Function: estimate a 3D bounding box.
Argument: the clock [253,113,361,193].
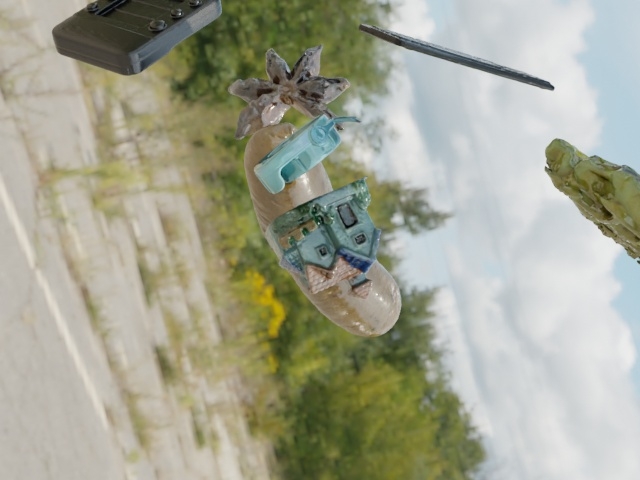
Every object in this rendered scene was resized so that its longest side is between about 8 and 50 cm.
[{"bbox_3d":[-0.016,-0.118,1.497,0.045,0.147,0.108,52,0,-9],"label":"clock"}]

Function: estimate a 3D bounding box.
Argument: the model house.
[{"bbox_3d":[0.021,0.015,1.618,0.149,0.148,0.119,62,-18,6],"label":"model house"}]

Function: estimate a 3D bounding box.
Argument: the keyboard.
[{"bbox_3d":[0.134,-0.235,1.501,0.103,0.381,0.041,34,-64,51],"label":"keyboard"}]

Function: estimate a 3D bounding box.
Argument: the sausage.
[{"bbox_3d":[-0.003,0.001,1.856,0.501,0.136,0.123,56,13,-46],"label":"sausage"}]

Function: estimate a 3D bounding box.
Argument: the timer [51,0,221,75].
[{"bbox_3d":[-0.226,-0.270,1.499,0.144,0.187,0.055,20,-45,32],"label":"timer"}]

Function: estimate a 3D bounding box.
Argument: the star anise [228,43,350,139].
[{"bbox_3d":[-0.055,-0.250,1.940,0.063,0.208,0.172,58,33,-61],"label":"star anise"}]

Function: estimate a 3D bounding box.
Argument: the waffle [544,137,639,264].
[{"bbox_3d":[0.406,-0.007,1.457,0.317,0.073,0.297,35,-3,33],"label":"waffle"}]
